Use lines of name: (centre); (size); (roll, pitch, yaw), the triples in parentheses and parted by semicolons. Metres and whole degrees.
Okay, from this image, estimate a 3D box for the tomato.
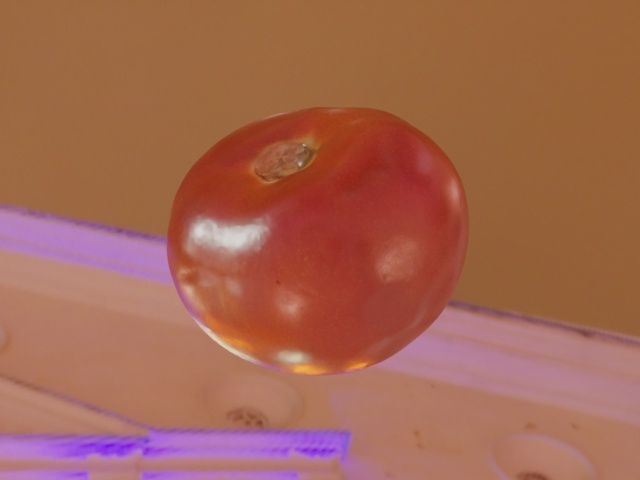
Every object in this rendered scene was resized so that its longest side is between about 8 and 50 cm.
tomato: (0.000, 0.000, 0.772); (0.195, 0.195, 0.136); (-25, -58, -3)
